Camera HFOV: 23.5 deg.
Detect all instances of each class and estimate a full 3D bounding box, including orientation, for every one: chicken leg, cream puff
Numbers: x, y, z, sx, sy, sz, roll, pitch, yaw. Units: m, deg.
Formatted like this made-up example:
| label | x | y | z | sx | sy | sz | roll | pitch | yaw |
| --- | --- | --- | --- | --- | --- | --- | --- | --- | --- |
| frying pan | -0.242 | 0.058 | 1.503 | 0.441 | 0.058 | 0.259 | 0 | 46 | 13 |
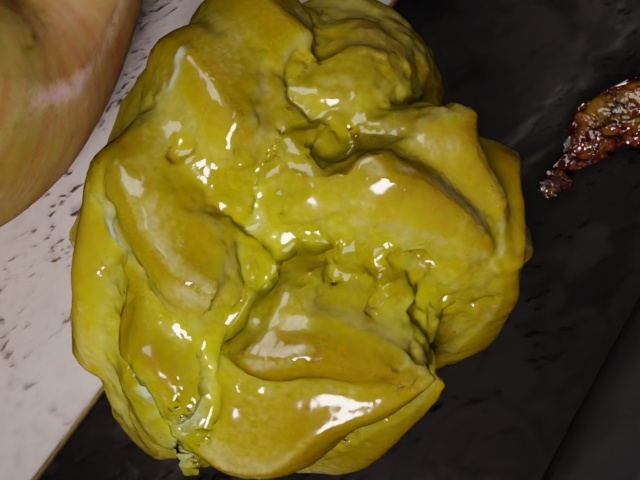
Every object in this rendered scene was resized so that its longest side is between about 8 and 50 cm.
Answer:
| label | x | y | z | sx | sy | sz | roll | pitch | yaw |
| --- | --- | --- | --- | --- | --- | --- | --- | --- | --- |
| chicken leg | 0.133 | -0.051 | 0.702 | 0.083 | 0.021 | 0.036 | -28 | 54 | 12 |
| cream puff | -0.002 | -0.003 | 0.648 | 0.194 | 0.195 | 0.221 | 9 | 65 | 38 |

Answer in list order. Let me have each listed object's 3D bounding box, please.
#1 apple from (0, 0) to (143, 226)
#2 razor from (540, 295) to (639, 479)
| label | x | y | z | sx | sy | sz | roll | pitch | yaw |
| --- | --- | --- | --- | --- | --- | --- | --- | --- | --- |
| apple | -0.280 | -0.171 | 0.811 | 0.346 | 0.391 | 0.391 | 10 | 61 | 29 |
| razor | 0.114 | 0.161 | 0.474 | 0.189 | 0.107 | 0.327 | 12 | 62 | 40 |
